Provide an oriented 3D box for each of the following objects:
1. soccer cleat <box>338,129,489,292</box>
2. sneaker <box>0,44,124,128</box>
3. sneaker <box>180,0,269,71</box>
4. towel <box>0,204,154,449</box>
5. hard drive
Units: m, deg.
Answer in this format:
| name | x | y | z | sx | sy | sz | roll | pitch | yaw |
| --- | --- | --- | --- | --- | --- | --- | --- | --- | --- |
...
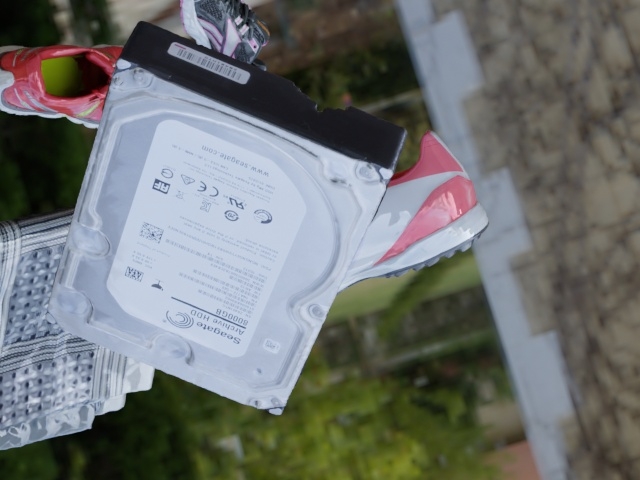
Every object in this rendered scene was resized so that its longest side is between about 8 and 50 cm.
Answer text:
| name | x | y | z | sx | sy | sz | roll | pitch | yaw |
| --- | --- | --- | --- | --- | --- | --- | --- | --- | --- |
| soccer cleat | 0.000 | 0.000 | 1.772 | 0.318 | 0.116 | 0.108 | -23 | -171 | 15 |
| sneaker | -0.278 | -0.192 | 2.251 | 0.118 | 0.107 | 0.279 | -2 | -176 | 42 |
| sneaker | -0.089 | -0.216 | 1.803 | 0.077 | 0.072 | 0.178 | 2 | 144 | 8 |
| towel | -0.299 | 0.103 | 2.005 | 0.312 | 0.056 | 0.324 | -15 | 134 | -40 |
| hard drive | -0.090 | -0.006 | 1.543 | 0.237 | 0.064 | 0.339 | 23 | 137 | -2 |
